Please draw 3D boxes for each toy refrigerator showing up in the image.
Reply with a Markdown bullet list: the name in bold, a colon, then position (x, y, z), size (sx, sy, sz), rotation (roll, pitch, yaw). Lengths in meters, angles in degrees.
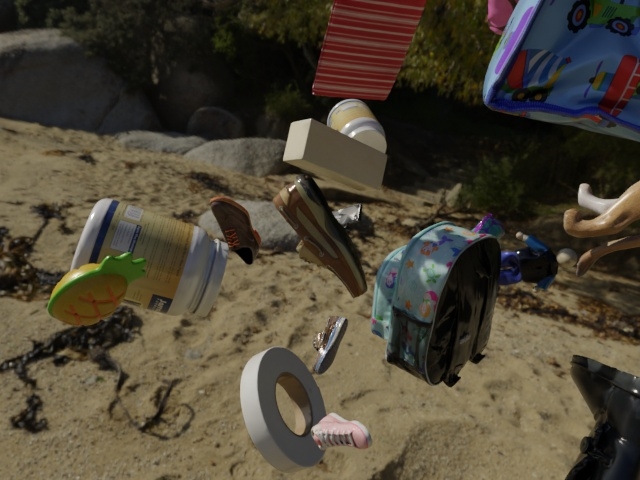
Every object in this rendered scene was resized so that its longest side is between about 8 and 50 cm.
- **toy refrigerator**: position (0.041, -0.212, 1.243), size (0.269, 0.102, 0.094), rotation (15, -5, -38)

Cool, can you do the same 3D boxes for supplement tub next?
- **supplement tub**: position (-0.401, 0.050, 1.158), size (0.316, 0.228, 0.228), rotation (19, 8, -19)
- **supplement tub**: position (0.107, -0.316, 1.429), size (0.144, 0.144, 0.200), rotation (12, 34, -23)

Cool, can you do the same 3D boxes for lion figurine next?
- **lion figurine**: position (0.465, -0.137, 0.619), size (0.240, 0.392, 0.142), rotation (4, -7, 37)

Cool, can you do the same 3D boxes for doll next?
- **doll**: position (0.412, 0.045, 0.973), size (0.189, 0.129, 0.046), rotation (-11, 5, 36)

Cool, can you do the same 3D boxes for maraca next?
- **maraca**: position (-0.400, 0.086, 0.872), size (0.099, 0.185, 0.127), rotation (53, 2, 21)

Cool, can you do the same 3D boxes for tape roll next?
- **tape roll**: position (-0.107, 0.534, 1.551), size (0.392, 0.072, 0.392), rotation (50, 22, -29)

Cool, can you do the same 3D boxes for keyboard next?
- **keyboard**: position (0.063, -0.058, 1.638), size (0.192, 0.100, 0.038), rotation (-14, -39, 38)

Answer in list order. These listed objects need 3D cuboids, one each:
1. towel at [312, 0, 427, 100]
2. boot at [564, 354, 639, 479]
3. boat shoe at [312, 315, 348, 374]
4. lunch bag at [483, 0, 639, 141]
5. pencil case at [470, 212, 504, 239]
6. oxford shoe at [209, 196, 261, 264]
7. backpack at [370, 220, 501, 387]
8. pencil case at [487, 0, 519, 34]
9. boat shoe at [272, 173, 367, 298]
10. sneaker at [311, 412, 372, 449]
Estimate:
- **towel**: position (0.101, -0.430, 1.057), size (0.198, 0.275, 0.031), rotation (0, 54, -17)
- **boot**: position (0.424, 0.296, 0.745), size (0.094, 0.207, 0.246), rotation (24, -1, 7)
- **boat shoe**: position (0.015, 0.296, 1.381), size (0.066, 0.183, 0.066), rotation (13, -38, 27)
- **lunch bag**: position (0.228, -0.233, 0.357), size (0.138, 0.293, 0.221), rotation (16, 20, 13)
- **pencil case**: position (0.367, 0.007, 1.159), size (0.070, 0.151, 0.064), rotation (56, -12, -23)
- **oxford shoe**: position (-0.263, -0.028, 1.518), size (0.096, 0.098, 0.271), rotation (-13, -42, 19)
- **backpack**: position (0.212, 0.093, 0.862), size (0.225, 0.254, 0.191), rotation (-20, 36, -40)
- **pencil case**: position (0.275, -0.402, 0.669), size (0.095, 0.209, 0.098), rotation (0, 49, 18)
- **boat shoe**: position (0.000, 0.000, 1.171), size (0.324, 0.119, 0.122), rotation (59, 11, -9)
- **sneaker**: position (0.032, 0.359, 0.878), size (0.070, 0.051, 0.134), rotation (-20, 8, -32)
